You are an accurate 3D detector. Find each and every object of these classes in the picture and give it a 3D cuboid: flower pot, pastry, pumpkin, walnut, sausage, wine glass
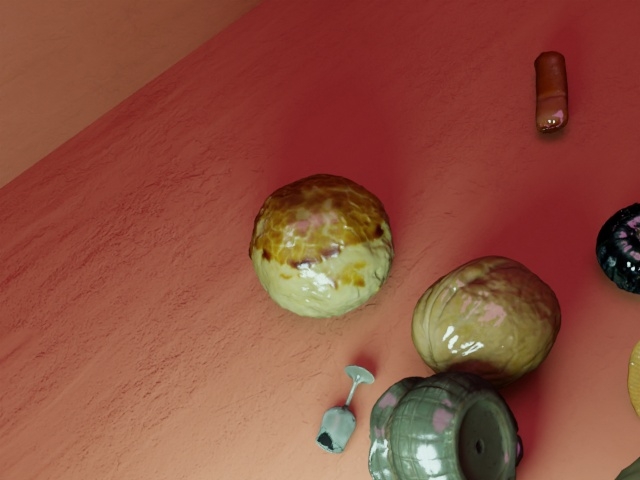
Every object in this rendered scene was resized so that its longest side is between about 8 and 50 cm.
[{"bbox_3d":[0.259,0.410,1.534,0.213,0.302,0.301,-9,41,47],"label":"flower pot"},{"bbox_3d":[0.000,0.000,1.937,0.389,0.312,0.388,-7,53,9],"label":"pastry"},{"bbox_3d":[0.772,0.018,1.797,0.233,0.163,0.233,-11,56,17],"label":"pumpkin"},{"bbox_3d":[0.371,0.181,1.696,0.333,0.332,0.332,-8,48,9],"label":"walnut"},{"bbox_3d":[0.689,-0.439,2.268,0.097,0.094,0.348,-10,48,26],"label":"sausage"},{"bbox_3d":[0.055,0.386,1.742,0.079,0.079,0.195,10,52,23],"label":"wine glass"}]

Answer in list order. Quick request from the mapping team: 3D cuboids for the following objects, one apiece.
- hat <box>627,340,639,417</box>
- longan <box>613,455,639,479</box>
[{"bbox_3d":[0.798,0.270,1.607,0.244,0.233,0.233,36,40,25],"label":"hat"},{"bbox_3d":[0.672,0.520,1.247,0.436,0.404,0.403,-20,48,3],"label":"longan"}]
